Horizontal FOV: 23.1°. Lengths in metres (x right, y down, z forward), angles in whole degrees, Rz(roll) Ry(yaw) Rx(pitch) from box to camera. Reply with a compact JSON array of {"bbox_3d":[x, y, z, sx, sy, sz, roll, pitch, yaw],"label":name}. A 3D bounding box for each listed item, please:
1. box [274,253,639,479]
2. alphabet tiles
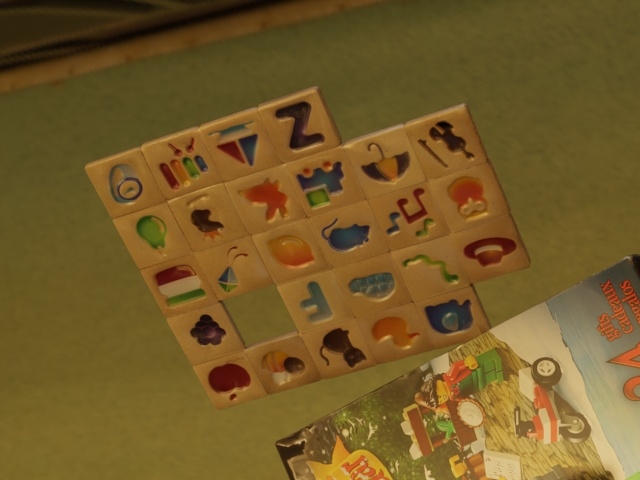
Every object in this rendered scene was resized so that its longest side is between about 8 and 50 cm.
[{"bbox_3d":[0.099,0.143,0.552,0.159,0.044,0.233,-31,75,25],"label":"box"},{"bbox_3d":[0.000,0.000,0.979,0.237,0.198,0.009,-17,27,17],"label":"alphabet tiles"}]
